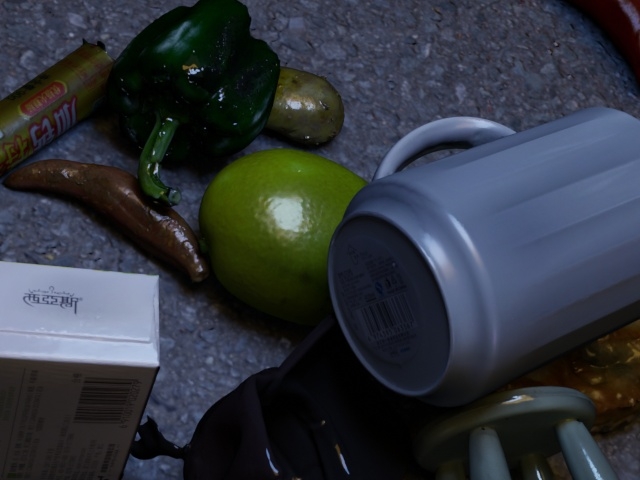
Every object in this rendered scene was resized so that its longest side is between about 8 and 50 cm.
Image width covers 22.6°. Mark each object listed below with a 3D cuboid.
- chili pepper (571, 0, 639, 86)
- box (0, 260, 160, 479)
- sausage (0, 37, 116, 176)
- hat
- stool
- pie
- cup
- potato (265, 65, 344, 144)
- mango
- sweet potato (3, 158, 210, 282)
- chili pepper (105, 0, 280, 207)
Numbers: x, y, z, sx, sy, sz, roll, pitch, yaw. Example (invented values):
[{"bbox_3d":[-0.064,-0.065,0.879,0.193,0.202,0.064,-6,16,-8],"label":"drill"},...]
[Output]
[{"bbox_3d":[0.382,-0.362,2.135,0.134,0.131,0.338,-21,64,-38],"label":"chili pepper"},{"bbox_3d":[-0.267,0.132,1.520,0.194,0.260,0.111,6,57,-15],"label":"box"},{"bbox_3d":[-0.367,-0.104,1.758,0.082,0.082,0.371,41,56,11],"label":"sausage"},{"bbox_3d":[-0.051,0.230,1.610,0.238,0.209,0.336,57,26,-14],"label":"hat"},{"bbox_3d":[0.203,0.273,1.624,0.195,0.195,0.198,0,62,-19],"label":"stool"},{"bbox_3d":[0.262,0.091,1.819,0.315,0.092,0.315,11,58,-19],"label":"pie"},{"bbox_3d":[0.168,-0.010,1.654,0.327,0.236,0.323,-20,49,-31],"label":"cup"},{"bbox_3d":[-0.036,-0.164,1.906,0.138,0.070,0.091,19,53,-5],"label":"potato"},{"bbox_3d":[-0.005,0.005,1.757,0.273,0.149,0.185,27,54,-13],"label":"mango"},{"bbox_3d":[-0.224,-0.037,1.773,0.255,0.058,0.078,28,76,6],"label":"sweet potato"},{"bbox_3d":[-0.152,-0.157,1.789,0.174,0.165,0.261,4,43,24],"label":"chili pepper"}]
